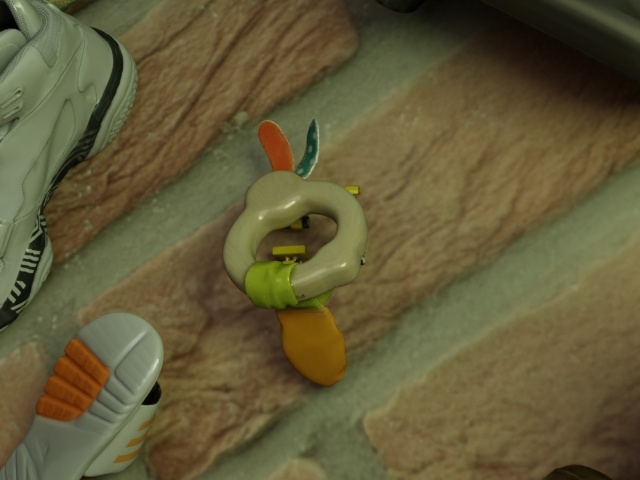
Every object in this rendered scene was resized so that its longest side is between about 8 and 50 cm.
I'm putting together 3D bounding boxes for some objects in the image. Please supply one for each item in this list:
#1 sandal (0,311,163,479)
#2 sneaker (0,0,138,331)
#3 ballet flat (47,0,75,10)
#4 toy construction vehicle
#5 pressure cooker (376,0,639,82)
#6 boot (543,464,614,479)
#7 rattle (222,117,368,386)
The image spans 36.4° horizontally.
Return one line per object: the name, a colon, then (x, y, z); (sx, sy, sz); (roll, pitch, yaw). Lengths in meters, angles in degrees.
sandal: (-0.209, 0.174, 0.872); (0.265, 0.076, 0.102); (-53, 53, 16)
sneaker: (-0.319, -0.071, 0.893); (0.137, 0.210, 0.366); (25, 81, 20)
ballet flat: (-0.237, -0.335, 1.007); (0.348, 0.123, 0.123); (-24, 69, 6)
toy construction vehicle: (0.000, 0.000, 0.891); (0.085, 0.035, 0.098); (-6, 79, 14)
pressure cooker: (0.205, -0.353, 0.777); (0.420, 0.375, 0.370); (34, 69, 21)
boot: (0.236, 0.254, 0.630); (0.089, 0.269, 0.236); (-20, 76, -2)
rattle: (-0.009, 0.002, 0.862); (0.130, 0.143, 0.200); (-34, 38, 14)
